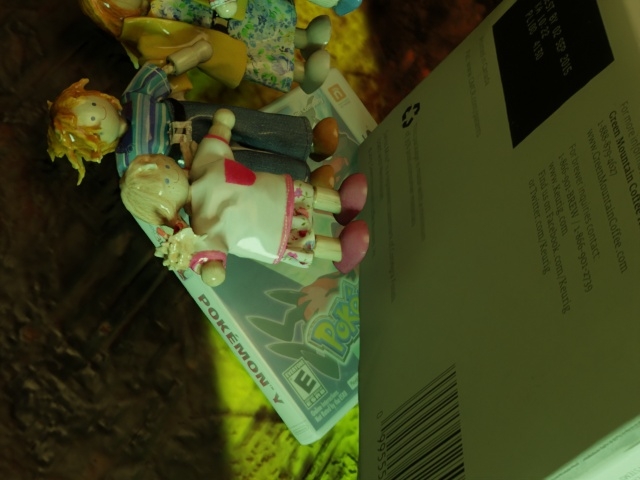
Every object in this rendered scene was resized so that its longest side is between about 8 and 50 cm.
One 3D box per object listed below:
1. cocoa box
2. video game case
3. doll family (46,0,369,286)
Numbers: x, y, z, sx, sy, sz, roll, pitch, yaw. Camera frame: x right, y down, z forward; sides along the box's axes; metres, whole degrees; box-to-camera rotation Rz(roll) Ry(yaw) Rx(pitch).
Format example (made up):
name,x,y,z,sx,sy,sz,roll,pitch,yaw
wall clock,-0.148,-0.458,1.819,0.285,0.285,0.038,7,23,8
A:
name,x,y,z,sx,sy,sz,roll,pitch,yaw
cocoa box,0.175,0.039,0.623,0.228,0.231,0.347,29,37,-24
video game case,0.000,0.000,0.730,0.201,0.023,0.183,-37,92,-41
doll family,-0.070,-0.084,0.659,0.163,0.118,0.262,11,66,-25
